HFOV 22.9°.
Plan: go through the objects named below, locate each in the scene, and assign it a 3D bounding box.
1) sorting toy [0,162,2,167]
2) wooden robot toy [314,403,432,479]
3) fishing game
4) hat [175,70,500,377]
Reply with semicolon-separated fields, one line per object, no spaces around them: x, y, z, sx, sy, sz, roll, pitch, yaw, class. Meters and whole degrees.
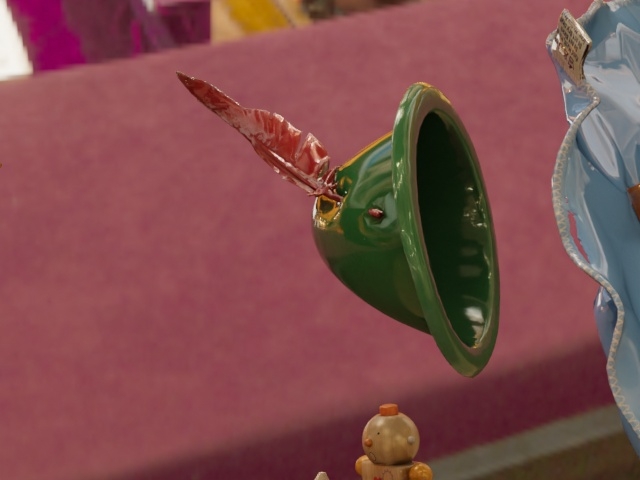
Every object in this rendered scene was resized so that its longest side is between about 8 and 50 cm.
-0.297;0.012;1.025;0.229;0.041;0.307;-51;21;-18;sorting toy
0.040;0.140;0.967;0.076;0.079;0.173;2;-3;-35;wooden robot toy
0.120;0.013;0.383;0.189;0.041;0.264;37;39;-29;fishing game
0.000;0.000;0.975;0.184;0.173;0.208;-11;33;20;hat
